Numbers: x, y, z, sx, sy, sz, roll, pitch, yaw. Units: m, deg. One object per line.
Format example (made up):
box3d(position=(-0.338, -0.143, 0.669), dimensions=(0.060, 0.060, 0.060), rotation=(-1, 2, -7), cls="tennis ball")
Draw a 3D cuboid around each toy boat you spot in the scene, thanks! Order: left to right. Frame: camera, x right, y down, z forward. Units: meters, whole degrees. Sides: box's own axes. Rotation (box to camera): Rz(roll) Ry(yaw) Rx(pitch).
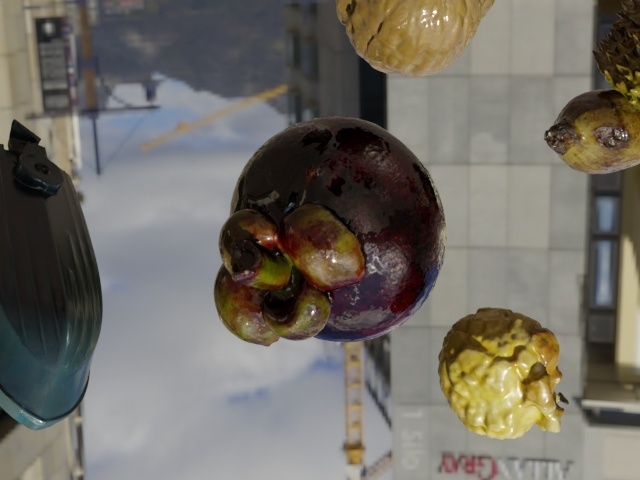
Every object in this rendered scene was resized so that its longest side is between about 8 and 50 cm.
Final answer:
box3d(position=(-0.243, 0.039, 0.945), dimensions=(0.114, 0.122, 0.296), rotation=(20, -149, -34), cls="toy boat")

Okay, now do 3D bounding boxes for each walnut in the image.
box3d(position=(0.120, -0.306, 1.465), dimensions=(0.213, 0.213, 0.213), rotation=(-2, -164, 0), cls="walnut")

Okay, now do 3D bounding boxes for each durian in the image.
box3d(position=(0.508, -0.270, 1.766), dimensions=(0.186, 0.153, 0.260), rotation=(-41, -129, -21), cls="durian")

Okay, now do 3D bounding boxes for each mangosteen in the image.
box3d(position=(0.000, 0.000, 1.537), dimensions=(0.307, 0.307, 0.347), rotation=(10, -147, 36), cls="mangosteen")

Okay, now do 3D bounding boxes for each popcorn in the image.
box3d(position=(0.237, 0.172, 1.510), dimensions=(0.170, 0.180, 0.180), rotation=(1, -165, -12), cls="popcorn")

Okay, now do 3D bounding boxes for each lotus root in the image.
box3d(position=(0.445, -0.169, 1.825), dimensions=(0.260, 0.128, 0.145), rotation=(-6, 155, -36), cls="lotus root")
